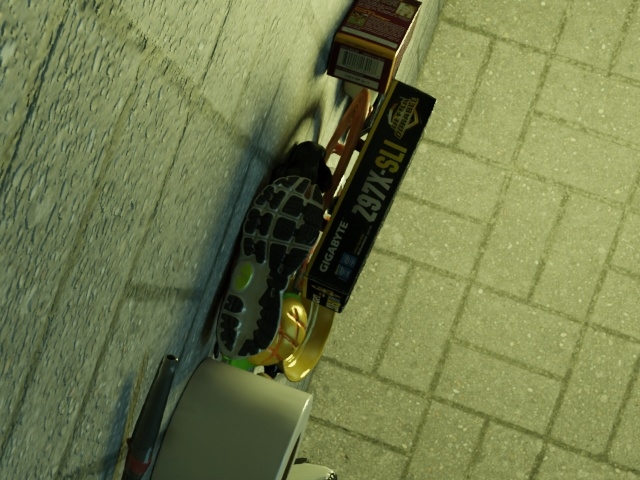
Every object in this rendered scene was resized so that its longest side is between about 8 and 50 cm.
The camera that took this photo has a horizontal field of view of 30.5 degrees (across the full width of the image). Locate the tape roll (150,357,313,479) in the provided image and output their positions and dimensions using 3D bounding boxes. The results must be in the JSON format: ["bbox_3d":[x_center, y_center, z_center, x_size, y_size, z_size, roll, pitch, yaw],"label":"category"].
[{"bbox_3d":[-0.128,0.312,1.705,0.246,0.169,0.246,19,90,-83],"label":"tape roll"}]

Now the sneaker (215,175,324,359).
[{"bbox_3d":[-0.087,0.035,1.673,0.279,0.107,0.118,-66,-168,-12],"label":"sneaker"}]

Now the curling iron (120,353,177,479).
[{"bbox_3d":[-0.210,0.241,1.374,0.068,0.035,0.274,-69,176,-60],"label":"curling iron"}]

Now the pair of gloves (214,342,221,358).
[{"bbox_3d":[-0.143,0.142,1.788,0.083,0.010,0.074,-18,127,-82],"label":"pair of gloves"}]

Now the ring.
[{"bbox_3d":[0.014,-0.096,1.965,0.337,0.032,0.336,-62,-172,16],"label":"ring"}]

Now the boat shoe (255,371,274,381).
[{"bbox_3d":[-0.135,0.360,2.007,0.110,0.121,0.341,-24,147,-35],"label":"boat shoe"}]

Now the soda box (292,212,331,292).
[{"bbox_3d":[0.000,0.025,2.014,0.063,0.058,0.183,-60,-171,31],"label":"soda box"}]

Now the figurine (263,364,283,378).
[{"bbox_3d":[-0.095,0.269,2.219,0.209,0.092,0.215,66,31,-70],"label":"figurine"}]

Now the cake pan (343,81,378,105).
[{"bbox_3d":[0.110,-0.386,2.185,0.293,0.054,0.293,20,90,-84],"label":"cake pan"}]

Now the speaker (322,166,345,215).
[{"bbox_3d":[0.003,-0.079,2.209,0.136,0.055,0.055,-64,172,-45],"label":"speaker"}]

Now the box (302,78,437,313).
[{"bbox_3d":[0.070,-0.058,1.789,0.257,0.079,0.322,105,10,-82],"label":"box"}]

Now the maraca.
[{"bbox_3d":[-0.093,0.155,1.907,0.185,0.099,0.127,-36,139,-37],"label":"maraca"}]

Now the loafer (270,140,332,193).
[{"bbox_3d":[-0.019,-0.098,1.811,0.223,0.078,0.076,-56,165,-68],"label":"loafer"}]

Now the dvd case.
[{"bbox_3d":[0.109,-0.288,2.400,0.221,0.018,0.165,165,-54,-78],"label":"dvd case"}]

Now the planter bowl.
[{"bbox_3d":[-0.055,0.137,2.097,0.217,0.090,0.217,-49,148,-47],"label":"planter bowl"}]

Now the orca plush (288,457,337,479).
[{"bbox_3d":[-0.092,0.434,1.892,0.151,0.287,0.102,-49,123,-72],"label":"orca plush"}]

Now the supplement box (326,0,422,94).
[{"bbox_3d":[0.090,-0.333,1.925,0.188,0.104,0.081,-64,172,-48],"label":"supplement box"}]

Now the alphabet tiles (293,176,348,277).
[{"bbox_3d":[0.000,0.000,2.305,0.284,0.021,0.278,-63,-177,-7],"label":"alphabet tiles"}]
